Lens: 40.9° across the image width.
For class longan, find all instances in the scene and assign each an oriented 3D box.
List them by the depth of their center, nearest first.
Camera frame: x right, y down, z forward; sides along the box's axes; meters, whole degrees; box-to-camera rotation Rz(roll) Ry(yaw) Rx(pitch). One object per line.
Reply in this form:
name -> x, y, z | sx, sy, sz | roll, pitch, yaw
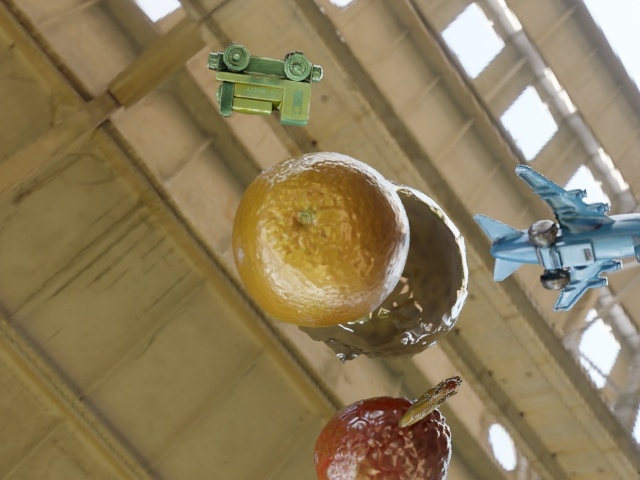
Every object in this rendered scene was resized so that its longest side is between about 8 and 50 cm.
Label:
longan -> 0.102, 0.064, 1.714 | 0.391, 0.391, 0.391 | 20, -122, -37

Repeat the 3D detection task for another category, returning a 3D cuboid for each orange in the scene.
orange -> 0.000, 0.000, 1.049 | 0.236, 0.236, 0.236 | 20, -122, -37

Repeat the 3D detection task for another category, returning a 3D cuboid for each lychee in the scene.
lychee -> 0.103, 0.399, 1.543 | 0.255, 0.300, 0.255 | 42, -147, -36

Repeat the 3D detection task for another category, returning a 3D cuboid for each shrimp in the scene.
shrimp -> 0.199, 0.251, 1.424 | 0.178, 0.124, 0.034 | -26, -109, -38

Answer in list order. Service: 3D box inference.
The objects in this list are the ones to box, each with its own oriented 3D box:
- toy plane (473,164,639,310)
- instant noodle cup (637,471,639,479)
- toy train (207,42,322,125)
toy plane -> 0.360, 0.003, 1.213 | 0.105, 0.271, 0.254 | -52, -50, -43
instant noodle cup -> 0.526, 0.383, 1.176 | 0.174, 0.213, 0.213 | 20, -135, 15
toy train -> -0.060, -0.166, 0.909 | 0.122, 0.050, 0.081 | 4, -82, -7
